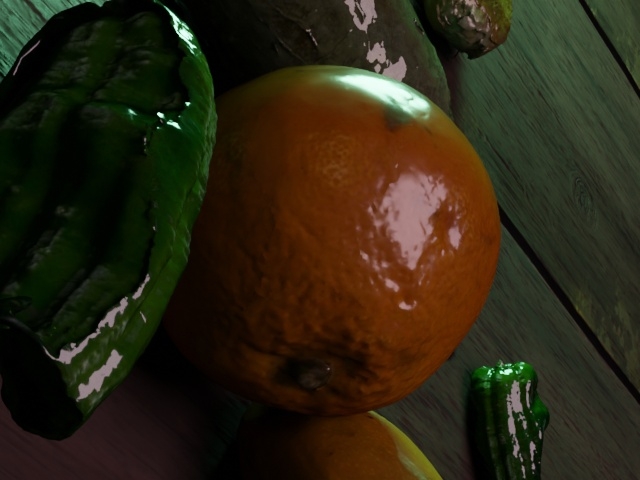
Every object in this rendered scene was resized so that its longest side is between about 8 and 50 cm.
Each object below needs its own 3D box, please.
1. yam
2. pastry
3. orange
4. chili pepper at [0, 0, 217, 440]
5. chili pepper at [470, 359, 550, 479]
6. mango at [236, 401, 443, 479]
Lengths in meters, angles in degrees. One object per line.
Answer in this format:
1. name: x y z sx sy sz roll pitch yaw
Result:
1. yam: 0.003 -0.179 1.733 0.300 0.195 0.195 62 33 -28
2. pastry: 0.175 -0.295 2.196 0.153 0.081 0.153 20 66 -53
3. orange: 0.000 0.000 1.550 0.312 0.312 0.312 28 57 -55
4. chili pepper: -0.185 -0.016 1.339 0.385 0.213 0.167 -75 155 -47
5. chili pepper: 0.231 0.264 2.120 0.099 0.083 0.253 -26 107 -70
6. mango: 0.048 0.242 1.578 0.187 0.359 0.144 30 97 -43
